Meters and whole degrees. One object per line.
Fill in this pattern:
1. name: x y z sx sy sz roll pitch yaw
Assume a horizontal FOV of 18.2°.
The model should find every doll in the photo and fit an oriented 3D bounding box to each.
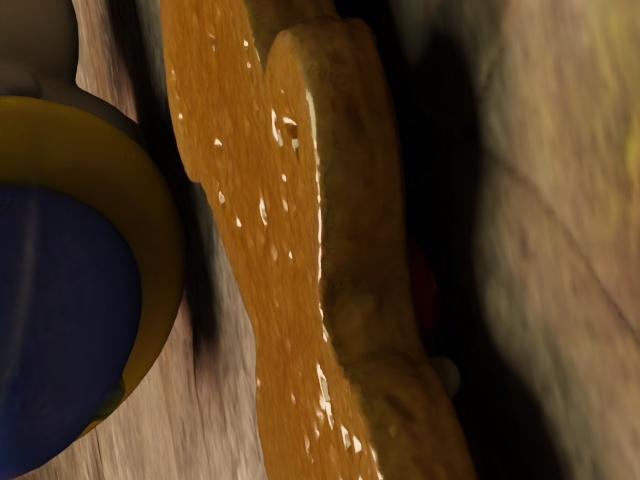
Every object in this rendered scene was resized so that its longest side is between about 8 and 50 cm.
1. doll: -0.121 -0.042 0.795 0.242 0.159 0.311 -96 26 -57

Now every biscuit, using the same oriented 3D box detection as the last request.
1. biscuit: 0.002 0.000 0.442 0.158 0.035 0.240 92 163 -54
